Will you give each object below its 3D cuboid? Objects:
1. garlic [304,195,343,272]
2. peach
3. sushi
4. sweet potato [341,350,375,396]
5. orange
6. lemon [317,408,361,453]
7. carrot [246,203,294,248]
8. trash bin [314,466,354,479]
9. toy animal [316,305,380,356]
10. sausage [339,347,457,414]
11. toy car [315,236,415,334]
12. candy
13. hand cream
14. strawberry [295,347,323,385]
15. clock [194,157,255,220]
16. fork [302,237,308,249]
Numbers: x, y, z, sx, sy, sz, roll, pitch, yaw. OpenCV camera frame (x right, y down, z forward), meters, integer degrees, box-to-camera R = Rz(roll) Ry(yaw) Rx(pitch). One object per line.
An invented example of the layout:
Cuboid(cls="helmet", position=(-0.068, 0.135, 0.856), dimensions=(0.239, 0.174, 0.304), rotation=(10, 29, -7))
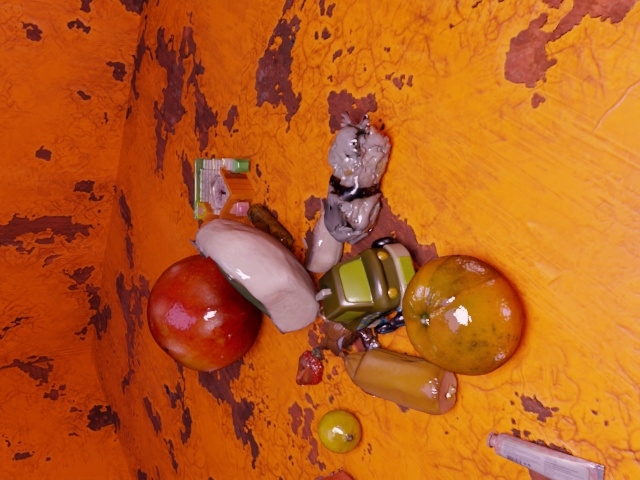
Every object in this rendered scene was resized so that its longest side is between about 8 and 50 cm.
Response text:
Cuboid(cls="garlic", position=(0.004, -0.005, 1.444), dimensions=(0.128, 0.091, 0.198), rotation=(-136, 48, -58))
Cuboid(cls="peach", position=(-0.356, 0.225, 1.720), dimensions=(0.388, 0.388, 0.388), rotation=(6, 98, 53))
Cuboid(cls="sushi", position=(0.081, -0.136, 1.288), dimensions=(0.124, 0.130, 0.332), rotation=(31, 118, 48))
Cuboid(cls="sweet potato", position=(0.098, 0.334, 1.374), dimensions=(0.195, 0.056, 0.056), rotation=(43, 126, 50))
Cuboid(cls="orange", position=(0.260, 0.142, 1.034), dimensions=(0.240, 0.171, 0.240), rotation=(6, 98, 52))
Cuboid(cls="lemon", position=(0.050, 0.490, 1.401), dimensions=(0.133, 0.109, 0.109), rotation=(158, 105, -67))
Cuboid(cls="carrot", position=(-0.157, -0.044, 1.678), dimensions=(0.229, 0.069, 0.068), rotation=(41, 125, 42))
Cuboid(cls="trash bin", position=(0.076, 0.687, 1.343), dimensions=(0.239, 0.161, 0.184), rotation=(34, 119, 51))
Cuboid(cls="toy animal", position=(0.063, 0.248, 1.391), dimensions=(0.179, 0.089, 0.188), rotation=(47, 124, 22))
Cuboid(cls="sausage", position=(0.160, 0.305, 1.234), dimensions=(0.328, 0.112, 0.112), rotation=(3, 95, 51))
Cuboid(cls="toy car", position=(0.085, 0.111, 1.223), dimensions=(0.248, 0.198, 0.204), rotation=(131, 130, -61))
Cuboid(cls="candy", position=(-0.175, 0.069, 1.497), dimensions=(0.186, 0.386, 0.427), rotation=(-49, 38, -7))
Cuboid(cls="hand cream", position=(0.400, 0.395, 0.982), dimensions=(0.210, 0.043, 0.067), rotation=(9, 102, 47))
Cuboid(cls="strawberry", position=(-0.039, 0.370, 1.561), dimensions=(0.152, 0.048, 0.103), rotation=(-55, 47, 36))
Cuboid(cls="clock", position=(-0.330, -0.171, 1.859), dimensions=(0.255, 0.106, 0.219), rotation=(11, 101, 52))
Cuboid(cls="fork", position=(-0.031, 0.040, 1.555), dimensions=(0.016, 0.012, 0.115), rotation=(-49, 50, 39))
